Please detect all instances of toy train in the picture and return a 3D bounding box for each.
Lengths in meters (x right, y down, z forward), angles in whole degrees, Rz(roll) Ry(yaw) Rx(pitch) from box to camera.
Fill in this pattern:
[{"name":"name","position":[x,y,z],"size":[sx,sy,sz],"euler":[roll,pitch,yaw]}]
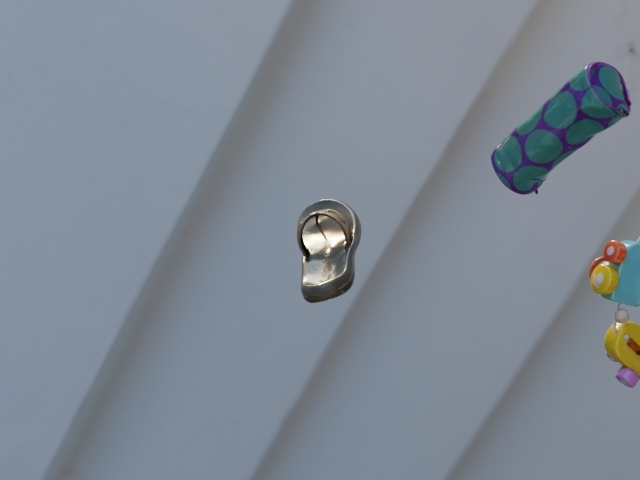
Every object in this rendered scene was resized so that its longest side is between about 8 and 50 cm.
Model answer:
[{"name":"toy train","position":[0.286,0.056,1.073],"size":[0.125,0.166,0.046],"euler":[-28,20,-20]}]

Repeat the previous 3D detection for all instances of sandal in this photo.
[{"name":"sandal","position":[0.000,0.000,1.572],"size":[0.219,0.090,0.060],"euler":[-83,149,-58]}]

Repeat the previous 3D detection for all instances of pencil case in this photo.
[{"name":"pencil case","position":[0.243,-0.110,1.254],"size":[0.070,0.152,0.064],"euler":[28,42,-25]}]
